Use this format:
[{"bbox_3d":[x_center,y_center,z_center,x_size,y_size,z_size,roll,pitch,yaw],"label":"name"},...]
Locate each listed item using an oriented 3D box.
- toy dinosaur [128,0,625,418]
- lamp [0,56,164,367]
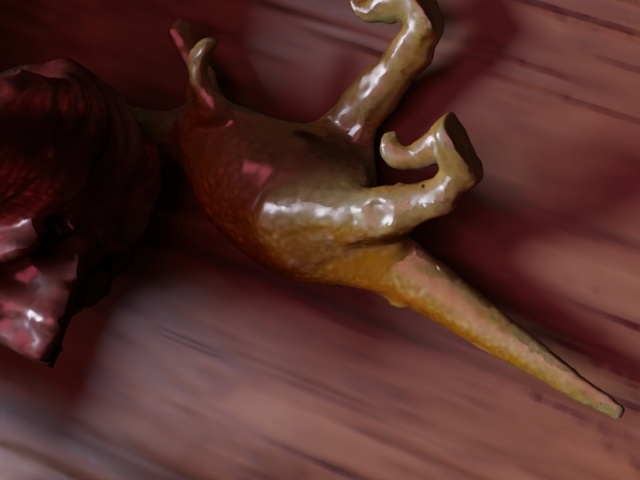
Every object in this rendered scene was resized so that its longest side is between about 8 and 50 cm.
[{"bbox_3d":[0.000,0.000,0.485,0.126,0.039,0.162,-28,83,31],"label":"toy dinosaur"},{"bbox_3d":[-0.172,-0.061,0.503,0.215,0.151,0.223,-20,109,20],"label":"lamp"}]
